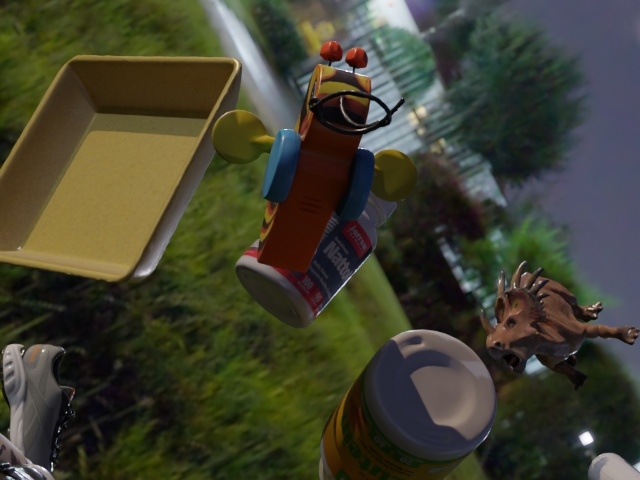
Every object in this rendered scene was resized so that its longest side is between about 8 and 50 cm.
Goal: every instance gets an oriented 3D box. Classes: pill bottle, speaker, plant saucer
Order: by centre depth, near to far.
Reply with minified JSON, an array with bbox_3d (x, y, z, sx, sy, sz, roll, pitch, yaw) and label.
[{"bbox_3d":[0.079,0.206,1.266,0.136,0.136,0.245,63,-28,22],"label":"pill bottle"},{"bbox_3d":[0.000,0.000,1.337,0.108,0.180,0.108,36,-20,15],"label":"pill bottle"},{"bbox_3d":[0.380,0.308,1.473,0.055,0.055,0.136,63,-5,-12],"label":"speaker"},{"bbox_3d":[-0.271,-0.086,1.552,0.333,0.332,0.081,7,-27,37],"label":"plant saucer"}]

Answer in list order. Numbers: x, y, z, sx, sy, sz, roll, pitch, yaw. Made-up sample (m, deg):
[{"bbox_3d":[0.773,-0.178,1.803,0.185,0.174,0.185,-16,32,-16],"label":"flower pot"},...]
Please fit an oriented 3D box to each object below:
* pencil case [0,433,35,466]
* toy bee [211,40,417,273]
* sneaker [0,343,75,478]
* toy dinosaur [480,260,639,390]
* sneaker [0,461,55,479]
[{"bbox_3d":[-0.398,0.336,1.407,0.160,0.183,0.410,-6,-50,42],"label":"pencil case"},{"bbox_3d":[0.016,-0.099,1.151,0.195,0.298,0.162,27,53,-27],"label":"toy bee"},{"bbox_3d":[-0.430,0.286,1.857,0.100,0.108,0.271,108,-28,-72],"label":"sneaker"},{"bbox_3d":[0.298,0.099,1.641,0.200,0.127,0.295,31,10,-9],"label":"toy dinosaur"},{"bbox_3d":[-0.280,0.318,1.200,0.217,0.079,0.121,46,6,20],"label":"sneaker"}]
